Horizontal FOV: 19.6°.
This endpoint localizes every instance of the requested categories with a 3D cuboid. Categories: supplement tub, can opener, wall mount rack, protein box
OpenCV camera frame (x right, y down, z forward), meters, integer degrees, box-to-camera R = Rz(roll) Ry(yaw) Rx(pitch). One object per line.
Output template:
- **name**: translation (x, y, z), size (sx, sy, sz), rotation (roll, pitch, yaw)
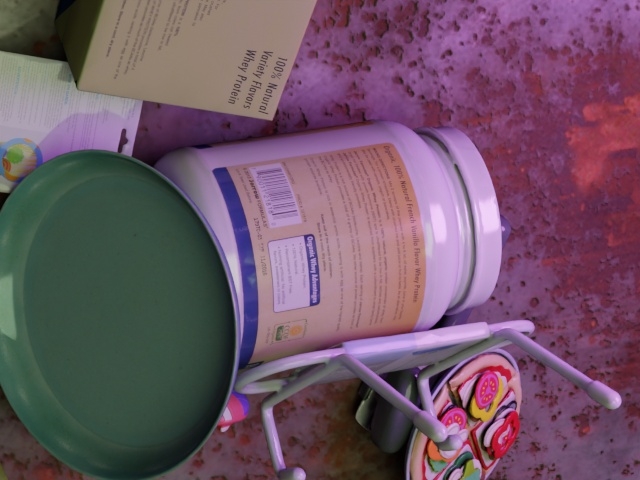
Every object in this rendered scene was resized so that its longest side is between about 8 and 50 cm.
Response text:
- **supplement tub**: translation (0.000, 0.000, 1.859), size (0.316, 0.228, 0.228), rotation (-9, 108, -21)
- **can opener**: translation (0.129, 0.100, 2.017), size (0.076, 0.095, 0.283), rotation (21, 102, -28)
- **wall mount rack**: translation (0.105, 0.149, 1.800), size (0.350, 0.304, 0.131), rotation (-8, 76, -32)
- **protein box**: translation (-0.123, -0.244, 1.756), size (0.201, 0.136, 0.200), rotation (7, 122, -24)

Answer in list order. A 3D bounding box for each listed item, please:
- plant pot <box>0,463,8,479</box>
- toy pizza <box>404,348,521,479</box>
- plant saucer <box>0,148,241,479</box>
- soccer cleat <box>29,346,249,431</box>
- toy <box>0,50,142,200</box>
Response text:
- **plant pot**: translation (-0.433, 0.295, 1.754), size (0.253, 0.276, 0.276), rotation (-4, 106, -35)
- **toy pizza**: translation (0.167, 0.216, 2.056), size (0.201, 0.032, 0.201), rotation (-29, 131, -39)
- **plant saucer**: translation (-0.194, 0.070, 1.751), size (0.043, 0.317, 0.318), rotation (-12, 112, -55)
- **soccer cleat**: translation (-0.182, 0.137, 1.903), size (0.248, 0.083, 0.095), rotation (11, 98, -23)
- **toy**: translation (-0.300, -0.118, 1.794), size (0.237, 0.056, 0.137), rotation (7, 105, -20)
